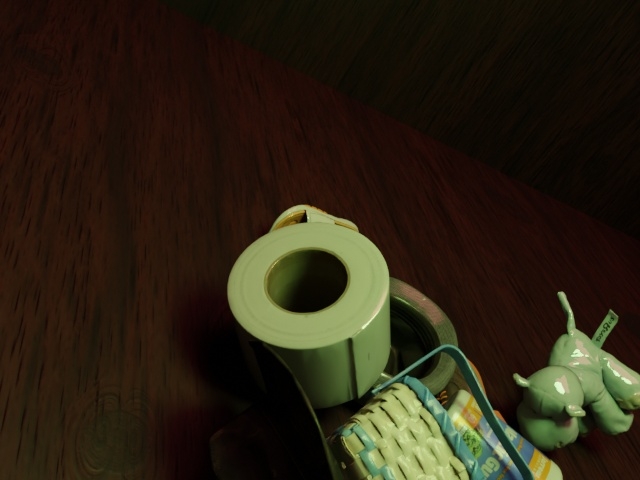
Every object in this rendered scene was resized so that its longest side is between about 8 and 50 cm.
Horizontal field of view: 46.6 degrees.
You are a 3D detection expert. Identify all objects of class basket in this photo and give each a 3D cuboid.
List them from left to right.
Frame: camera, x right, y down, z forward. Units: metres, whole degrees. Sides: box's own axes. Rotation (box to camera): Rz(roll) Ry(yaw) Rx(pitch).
[{"bbox_3d":[0.150,0.304,1.059,0.288,0.201,0.255,-19,71,-28],"label":"basket"}]

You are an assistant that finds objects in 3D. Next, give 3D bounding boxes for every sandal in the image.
[{"bbox_3d":[0.006,-0.008,1.590,0.265,0.102,0.076,8,34,-46],"label":"sandal"}]

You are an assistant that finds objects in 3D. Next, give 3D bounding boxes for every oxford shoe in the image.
[{"bbox_3d":[0.248,0.293,1.376,0.098,0.097,0.271,1,41,-39],"label":"oxford shoe"}]

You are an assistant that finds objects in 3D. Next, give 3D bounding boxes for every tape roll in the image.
[{"bbox_3d":[-0.013,0.114,1.159,0.246,0.169,0.246,-3,47,4],"label":"tape roll"}]

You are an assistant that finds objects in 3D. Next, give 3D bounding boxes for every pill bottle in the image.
[{"bbox_3d":[0.289,0.383,1.200,0.272,0.152,0.152,38,26,9],"label":"pill bottle"}]

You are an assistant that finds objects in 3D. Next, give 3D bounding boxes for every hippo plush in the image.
[{"bbox_3d":[0.514,0.307,1.479,0.234,0.294,0.236,22,28,27],"label":"hippo plush"}]

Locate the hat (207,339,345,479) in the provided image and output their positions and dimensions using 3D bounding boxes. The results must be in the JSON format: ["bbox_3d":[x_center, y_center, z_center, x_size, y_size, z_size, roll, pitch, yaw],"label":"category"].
[{"bbox_3d":[-0.058,0.294,0.923,0.133,0.331,0.331,-25,52,-12],"label":"hat"}]

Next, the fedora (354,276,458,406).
[{"bbox_3d":[0.111,0.200,1.333,0.243,0.124,0.275,34,35,4],"label":"fedora"}]
